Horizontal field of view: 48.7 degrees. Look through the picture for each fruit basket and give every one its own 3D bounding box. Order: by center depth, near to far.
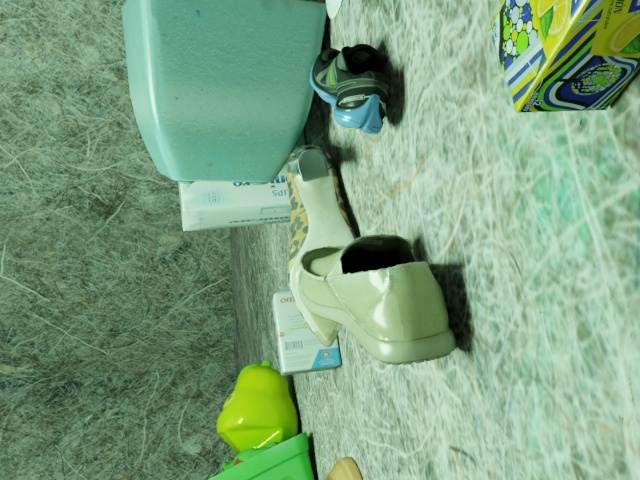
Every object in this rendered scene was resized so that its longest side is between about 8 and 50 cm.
[{"bbox_3d":[-0.150,0.455,1.487,0.392,0.283,0.392,55,158,35],"label":"fruit basket"}]

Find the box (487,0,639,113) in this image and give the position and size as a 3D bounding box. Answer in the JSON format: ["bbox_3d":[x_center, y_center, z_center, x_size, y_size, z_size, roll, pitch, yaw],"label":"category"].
[{"bbox_3d":[0.132,-0.129,0.305,0.169,0.054,0.059,106,156,-62],"label":"box"}]

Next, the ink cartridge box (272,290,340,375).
[{"bbox_3d":[-0.024,0.139,1.087,0.052,0.089,0.122,112,151,-72],"label":"ink cartridge box"}]

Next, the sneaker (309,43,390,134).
[{"bbox_3d":[0.038,-0.173,0.756,0.188,0.067,0.078,-113,42,-60],"label":"sneaker"}]

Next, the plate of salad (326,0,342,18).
[{"bbox_3d":[0.033,-0.328,0.720,0.200,0.048,0.199,-175,90,-81],"label":"plate of salad"}]

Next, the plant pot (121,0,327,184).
[{"bbox_3d":[-0.151,-0.212,1.025,0.247,0.248,0.252,-153,65,-66],"label":"plant pot"}]

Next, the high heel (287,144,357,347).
[{"bbox_3d":[0.000,0.000,0.964,0.186,0.093,0.261,-107,13,-82],"label":"high heel"}]

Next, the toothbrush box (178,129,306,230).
[{"bbox_3d":[-0.143,-0.178,1.218,0.126,0.217,0.295,126,139,-72],"label":"toothbrush box"}]

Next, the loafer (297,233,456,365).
[{"bbox_3d":[0.050,0.037,0.691,0.268,0.102,0.091,-153,60,-65],"label":"loafer"}]

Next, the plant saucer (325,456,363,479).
[{"bbox_3d":[0.040,0.421,1.034,0.200,0.037,0.199,174,90,-79],"label":"plant saucer"}]
